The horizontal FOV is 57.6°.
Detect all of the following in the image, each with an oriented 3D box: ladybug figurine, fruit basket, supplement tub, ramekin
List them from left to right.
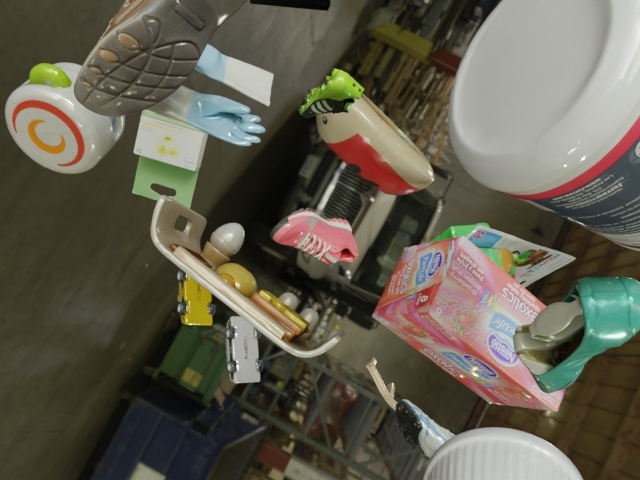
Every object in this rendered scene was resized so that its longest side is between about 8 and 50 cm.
[{"bbox_3d":[0.151,-0.273,1.675,0.162,0.449,0.305,-44,-151,16],"label":"ladybug figurine"},{"bbox_3d":[0.396,0.097,1.436,0.327,0.352,0.166,-41,-140,42],"label":"fruit basket"},{"bbox_3d":[0.223,0.348,0.713,0.207,0.207,0.109,-64,172,24],"label":"ramekin"},{"bbox_3d":[0.267,-0.098,0.504,0.191,0.272,0.191,-39,-137,47],"label":"supplement tub"}]

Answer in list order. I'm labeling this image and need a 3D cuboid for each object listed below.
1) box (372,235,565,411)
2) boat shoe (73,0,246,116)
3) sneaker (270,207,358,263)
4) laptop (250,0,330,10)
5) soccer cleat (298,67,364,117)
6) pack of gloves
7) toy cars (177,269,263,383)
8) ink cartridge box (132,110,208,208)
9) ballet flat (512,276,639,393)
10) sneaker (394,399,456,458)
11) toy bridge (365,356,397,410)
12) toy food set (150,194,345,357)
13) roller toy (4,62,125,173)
[{"bbox_3d":[0.258,0.141,0.949,0.154,0.300,0.142,-16,-139,59],"label":"box"},{"bbox_3d":[-0.222,-0.307,0.825,0.324,0.116,0.123,-39,135,10],"label":"boat shoe"},{"bbox_3d":[0.001,0.000,1.642,0.313,0.136,0.116,5,137,-46],"label":"sneaker"},{"bbox_3d":[-0.022,-0.625,1.198,0.264,0.234,0.137,-56,143,-17],"label":"laptop"},{"bbox_3d":[0.014,-0.246,1.033,0.060,0.072,0.179,-64,-162,-14],"label":"soccer cleat"},{"bbox_3d":[-0.185,-0.272,0.989,0.046,0.232,0.195,-38,-141,50],"label":"pack of gloves"},{"bbox_3d":[-0.292,0.234,1.643,0.176,0.394,0.087,-43,-172,-40],"label":"toy cars"},{"bbox_3d":[-0.403,-0.210,1.532,0.056,0.171,0.235,-73,180,-78],"label":"ink cartridge box"},{"bbox_3d":[0.272,0.108,0.667,0.247,0.087,0.083,100,-3,-59],"label":"ballet flat"},{"bbox_3d":[0.273,0.471,1.386,0.086,0.237,0.085,-24,151,-47],"label":"sneaker"},{"bbox_3d":[0.179,0.395,1.512,0.026,0.188,0.063,-33,-174,16],"label":"toy bridge"},{"bbox_3d":[-0.092,0.055,0.856,0.092,0.306,0.220,-53,173,-3],"label":"toy food set"},{"bbox_3d":[-0.495,-0.241,1.146,0.209,0.191,0.146,-31,-154,35],"label":"roller toy"}]
